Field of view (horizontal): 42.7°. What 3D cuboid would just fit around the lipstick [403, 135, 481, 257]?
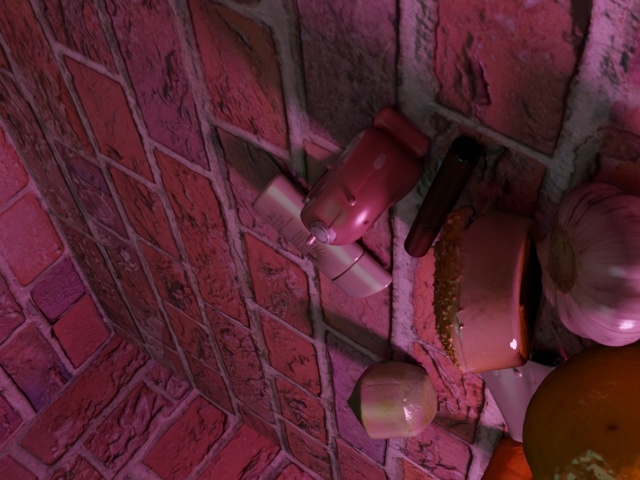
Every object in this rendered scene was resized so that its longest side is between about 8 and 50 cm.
[{"bbox_3d":[0.217,-0.070,1.499,0.057,0.057,0.356,35,153,11],"label":"lipstick"}]

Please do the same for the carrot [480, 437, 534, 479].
[{"bbox_3d":[0.455,0.624,2.054,0.159,0.225,0.159,39,163,15],"label":"carrot"}]

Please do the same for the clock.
[{"bbox_3d":[0.069,-0.083,1.459,0.142,0.241,0.227,40,148,-5],"label":"clock"}]

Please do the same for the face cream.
[{"bbox_3d":[0.000,0.000,1.863,0.348,0.081,0.173,43,154,-4],"label":"face cream"}]

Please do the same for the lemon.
[{"bbox_3d":[0.533,0.340,1.402,0.350,0.387,0.350,33,-165,-10],"label":"lemon"}]

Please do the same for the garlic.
[{"bbox_3d":[0.471,0.047,1.238,0.253,0.245,0.245,7,157,-14],"label":"garlic"}]

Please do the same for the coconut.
[{"bbox_3d":[0.180,0.413,2.126,0.236,0.236,0.204,-8,85,57],"label":"coconut"}]

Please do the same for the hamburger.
[{"bbox_3d":[0.280,0.084,1.398,0.170,0.302,0.302,3,138,24],"label":"hamburger"}]

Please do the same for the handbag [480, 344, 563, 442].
[{"bbox_3d":[0.432,0.303,1.735,0.241,0.109,0.315,1,130,51],"label":"handbag"}]

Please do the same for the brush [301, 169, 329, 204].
[{"bbox_3d":[0.046,-0.110,1.678,0.103,0.047,0.233,40,148,0],"label":"brush"}]
